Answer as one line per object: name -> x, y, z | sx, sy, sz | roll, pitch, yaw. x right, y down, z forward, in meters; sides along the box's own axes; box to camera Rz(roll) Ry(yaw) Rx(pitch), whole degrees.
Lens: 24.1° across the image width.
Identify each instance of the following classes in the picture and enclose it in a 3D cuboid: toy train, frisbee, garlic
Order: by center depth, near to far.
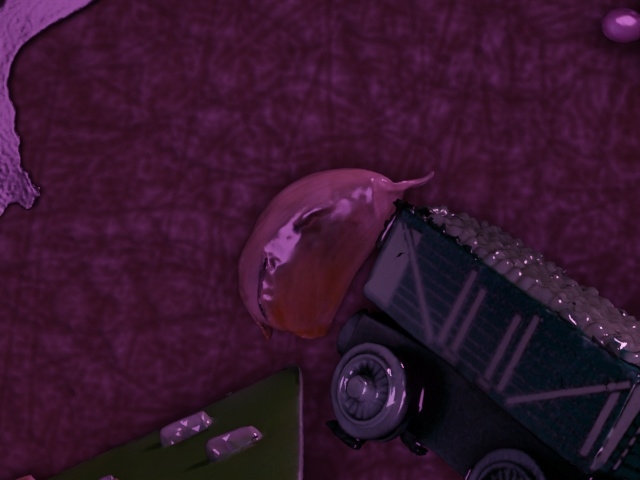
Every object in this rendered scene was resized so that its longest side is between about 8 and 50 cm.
toy train -> 0.109, 0.089, 0.898 | 0.115, 0.269, 0.154 | 15, 106, -41
garlic -> -0.004, -0.003, 0.987 | 0.084, 0.066, 0.152 | 26, 98, -28
frisbee -> -0.230, -0.107, 1.005 | 0.210, 0.012, 0.188 | -7, 94, 1

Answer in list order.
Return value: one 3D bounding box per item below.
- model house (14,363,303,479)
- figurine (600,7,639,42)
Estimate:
model house -> -0.088, 0.295, 0.945 | 0.357, 0.242, 0.313 | -26, 111, 7
figurine -> 0.294, -0.075, 0.969 | 0.260, 0.103, 0.205 | 44, 129, -4
